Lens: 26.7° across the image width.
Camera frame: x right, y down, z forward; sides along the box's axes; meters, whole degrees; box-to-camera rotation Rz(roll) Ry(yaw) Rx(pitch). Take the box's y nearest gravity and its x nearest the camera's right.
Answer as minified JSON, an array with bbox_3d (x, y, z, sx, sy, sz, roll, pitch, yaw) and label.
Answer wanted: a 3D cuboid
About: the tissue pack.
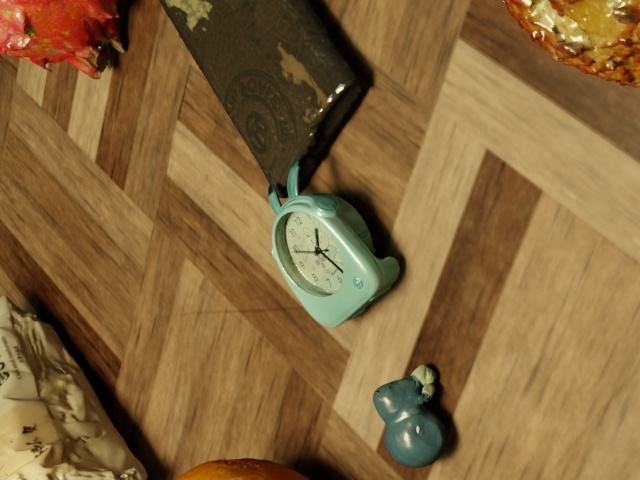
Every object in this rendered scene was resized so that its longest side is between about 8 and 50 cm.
[{"bbox_3d":[-0.351,0.312,1.649,0.375,0.195,0.389,44,131,52],"label":"tissue pack"}]

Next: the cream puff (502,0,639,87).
[{"bbox_3d":[0.199,-0.213,0.867,0.240,0.164,0.240,17,114,43],"label":"cream puff"}]

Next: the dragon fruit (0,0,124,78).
[{"bbox_3d":[-0.306,-0.284,1.436,0.210,0.205,0.268,-22,118,35],"label":"dragon fruit"}]

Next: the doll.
[{"bbox_3d":[0.077,0.161,1.191,0.076,0.051,0.083,-37,72,53],"label":"doll"}]

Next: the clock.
[{"bbox_3d":[-0.001,0.000,1.223,0.147,0.045,0.108,55,140,7],"label":"clock"}]

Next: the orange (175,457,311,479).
[{"bbox_3d":[-0.079,0.322,1.268,0.240,0.240,0.239,16,111,48],"label":"orange"}]

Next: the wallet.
[{"bbox_3d":[-0.077,-0.208,1.290,0.321,0.044,0.170,58,139,24],"label":"wallet"}]
